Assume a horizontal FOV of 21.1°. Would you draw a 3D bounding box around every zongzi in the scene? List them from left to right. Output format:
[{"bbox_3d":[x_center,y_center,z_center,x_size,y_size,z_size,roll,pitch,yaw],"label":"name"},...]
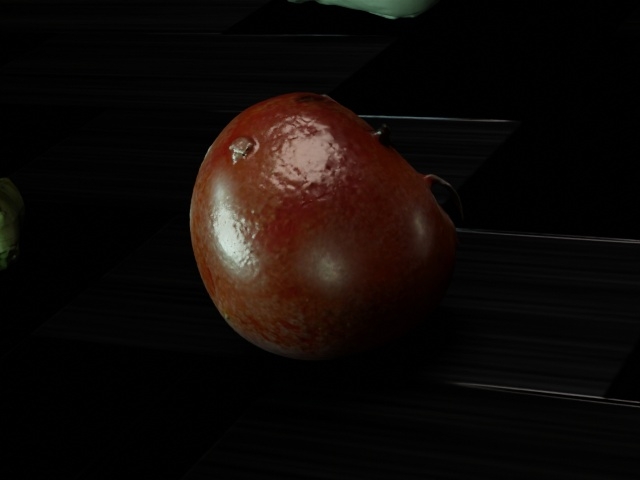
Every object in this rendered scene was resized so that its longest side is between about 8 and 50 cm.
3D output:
[{"bbox_3d":[-0.282,-0.004,1.267,0.130,0.062,0.154,-22,18,0],"label":"zongzi"}]

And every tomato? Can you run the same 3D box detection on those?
[{"bbox_3d":[0.000,0.000,1.035,0.167,0.167,0.167,-8,24,4],"label":"tomato"}]

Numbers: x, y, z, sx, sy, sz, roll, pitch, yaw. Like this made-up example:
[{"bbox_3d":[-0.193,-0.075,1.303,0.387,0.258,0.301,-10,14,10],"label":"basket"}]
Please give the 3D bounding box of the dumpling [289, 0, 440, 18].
[{"bbox_3d":[0.074,-0.269,1.657,0.229,0.124,0.151,-15,-15,7],"label":"dumpling"}]
